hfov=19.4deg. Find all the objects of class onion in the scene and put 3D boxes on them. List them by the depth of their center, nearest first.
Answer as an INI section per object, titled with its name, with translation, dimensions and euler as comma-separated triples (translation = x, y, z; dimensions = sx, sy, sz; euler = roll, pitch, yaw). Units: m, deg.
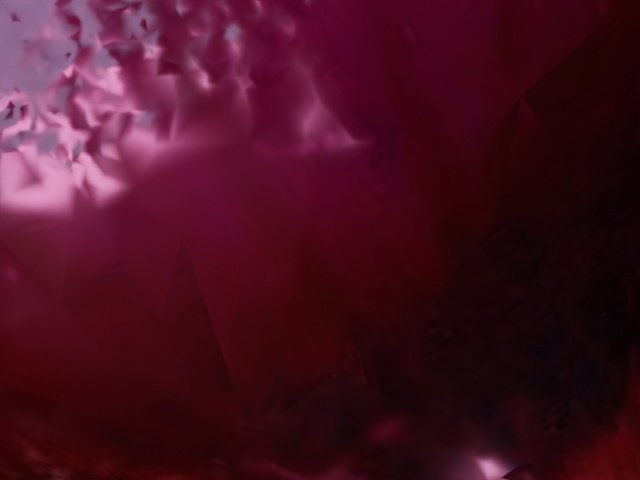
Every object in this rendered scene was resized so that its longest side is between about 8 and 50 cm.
[onion]
translation = 0.000, 0.000, 0.547
dimensions = 0.348, 0.348, 0.385
euler = -46, 66, 17
